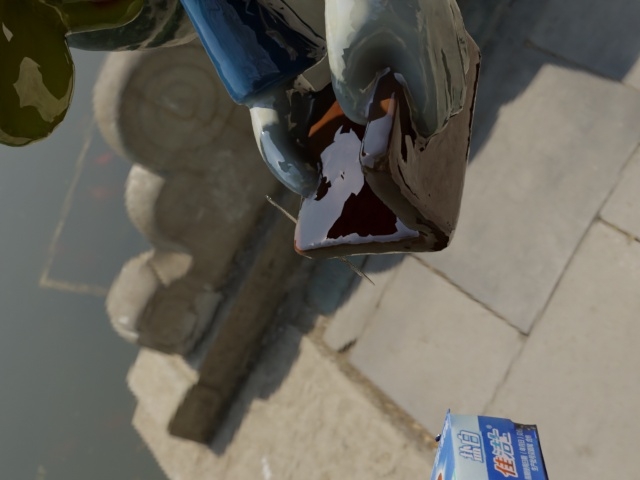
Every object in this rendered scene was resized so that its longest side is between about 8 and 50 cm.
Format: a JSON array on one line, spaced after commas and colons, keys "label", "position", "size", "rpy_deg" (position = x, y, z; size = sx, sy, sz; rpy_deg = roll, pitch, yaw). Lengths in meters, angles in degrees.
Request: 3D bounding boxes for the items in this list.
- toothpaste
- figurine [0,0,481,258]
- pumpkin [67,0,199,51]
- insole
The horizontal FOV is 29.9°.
[{"label": "toothpaste", "position": [0.069, 0.219, 0.659], "size": [0.066, 0.053, 0.272], "rpy_deg": [-84, 3, -60]}, {"label": "figurine", "position": [-0.048, -0.115, 0.460], "size": [0.204, 0.338, 0.283], "rpy_deg": [164, 88, -78]}, {"label": "pumpkin", "position": [-0.117, -0.176, 0.630], "size": [0.146, 0.190, 0.190], "rpy_deg": [113, 152, -45]}, {"label": "insole", "position": [0.000, 0.000, 1.281], "size": [0.002, 0.153, 0.053], "rpy_deg": [-51, 0, -4]}]
